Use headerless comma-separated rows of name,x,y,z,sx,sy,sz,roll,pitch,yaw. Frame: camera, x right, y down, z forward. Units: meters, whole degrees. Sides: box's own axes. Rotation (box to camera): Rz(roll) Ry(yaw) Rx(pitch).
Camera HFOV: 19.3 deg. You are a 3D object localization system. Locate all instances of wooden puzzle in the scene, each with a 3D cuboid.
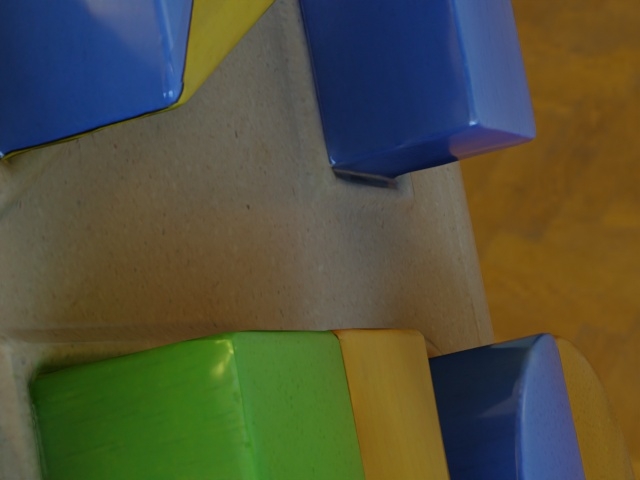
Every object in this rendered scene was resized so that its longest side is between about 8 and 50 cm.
wooden puzzle,0.000,0.000,0.460,0.080,0.348,0.322,-14,82,21
